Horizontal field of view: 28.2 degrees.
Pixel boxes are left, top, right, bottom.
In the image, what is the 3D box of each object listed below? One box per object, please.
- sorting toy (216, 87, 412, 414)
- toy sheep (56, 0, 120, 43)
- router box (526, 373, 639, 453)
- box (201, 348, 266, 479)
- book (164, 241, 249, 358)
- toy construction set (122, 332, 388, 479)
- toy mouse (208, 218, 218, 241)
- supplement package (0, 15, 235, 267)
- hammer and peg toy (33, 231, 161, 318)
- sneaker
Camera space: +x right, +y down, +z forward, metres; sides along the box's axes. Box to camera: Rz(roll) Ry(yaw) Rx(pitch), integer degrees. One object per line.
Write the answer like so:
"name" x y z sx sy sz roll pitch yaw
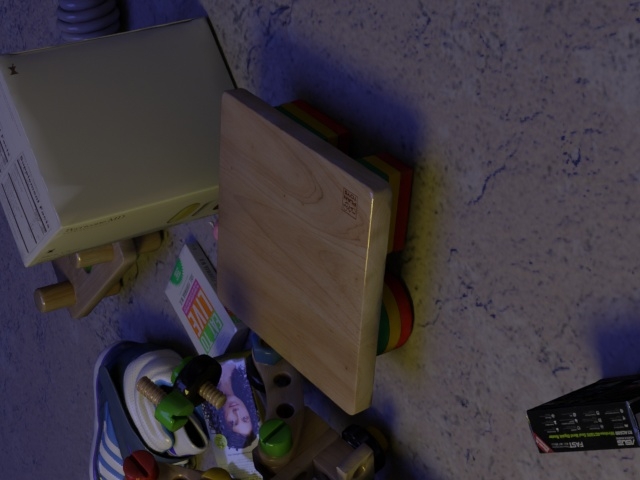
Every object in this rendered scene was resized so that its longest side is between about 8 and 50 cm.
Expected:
"sorting toy" 0.000 0.000 1.302 0.257 0.089 0.255 36 133 43
"toy sheep" -0.298 -0.284 1.637 0.091 0.091 0.132 27 140 49
"router box" 0.236 0.134 1.000 0.122 0.092 0.038 -19 88 58
"box" -0.081 0.252 1.544 0.087 0.058 0.232 -15 93 31
"book" -0.144 0.086 1.621 0.144 0.035 0.096 55 140 28
"toy construction set" -0.062 0.279 1.373 0.237 0.257 0.309 35 126 22
"toy mouse" -0.090 0.008 1.498 0.161 0.031 0.143 52 142 31
"supplement package" -0.229 -0.113 1.437 0.145 0.262 0.204 -36 74 57
"hammer and peg toy" -0.319 -0.069 1.725 0.361 0.127 0.266 -42 67 55
"sneaker" -0.222 0.300 1.737 0.236 0.130 0.322 10 107 59
